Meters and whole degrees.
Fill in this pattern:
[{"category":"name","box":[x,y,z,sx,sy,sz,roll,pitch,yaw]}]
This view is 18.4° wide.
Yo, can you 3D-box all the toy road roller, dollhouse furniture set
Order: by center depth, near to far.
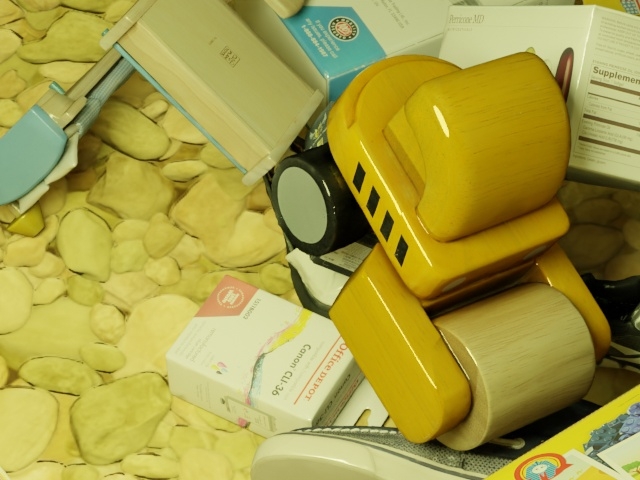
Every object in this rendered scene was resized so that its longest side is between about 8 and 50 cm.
[{"category":"toy road roller","box":[0.128,-0.012,1.690,0.202,0.240,0.329,-20,73,-34]},{"category":"dollhouse furniture set","box":[-0.165,-0.128,2.014,0.198,0.303,0.286,45,39,-10]}]

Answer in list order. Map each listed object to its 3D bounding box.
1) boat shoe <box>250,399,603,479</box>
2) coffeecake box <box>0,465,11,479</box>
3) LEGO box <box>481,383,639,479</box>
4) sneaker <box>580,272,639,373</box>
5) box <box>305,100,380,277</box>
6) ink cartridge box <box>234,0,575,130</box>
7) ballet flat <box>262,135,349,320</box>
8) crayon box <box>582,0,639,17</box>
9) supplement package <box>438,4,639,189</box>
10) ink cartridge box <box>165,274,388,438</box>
[{"category":"boat shoe","box":[0.116,0.199,1.783,0.340,0.127,0.158,14,46,2]},{"category":"coffeecake box","box":[-0.268,0.278,1.667,0.068,0.185,0.142,-30,57,-22]},{"category":"LEGO box","box":[0.289,0.289,1.500,0.500,0.193,0.372,-29,26,-18]},{"category":"sneaker","box":[0.330,0.087,1.868,0.234,0.106,0.078,14,53,12]},{"category":"box","box":[0.098,-0.020,1.909,0.232,0.059,0.183,21,40,-22]},{"category":"ink cartridge box","box":[0.089,-0.256,2.133,0.307,0.129,0.223,-23,54,-17]},{"category":"ballet flat","box":[0.000,0.000,1.946,0.095,0.096,0.280,-30,54,1]},{"category":"crayon box","box":[0.414,-0.252,2.121,0.318,0.081,0.202,6,50,-11]},{"category":"supplement package","box":[0.253,-0.131,1.865,0.204,0.262,0.145,12,90,-26]},{"category":"ink cartridge box","box":[-0.032,0.125,1.865,0.198,0.067,0.115,23,55,18]}]
